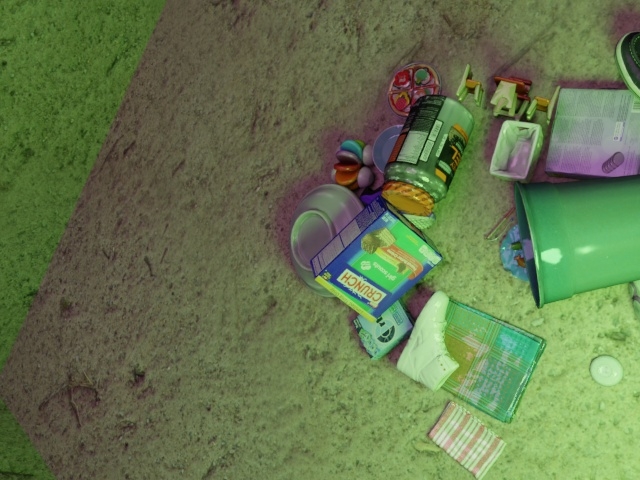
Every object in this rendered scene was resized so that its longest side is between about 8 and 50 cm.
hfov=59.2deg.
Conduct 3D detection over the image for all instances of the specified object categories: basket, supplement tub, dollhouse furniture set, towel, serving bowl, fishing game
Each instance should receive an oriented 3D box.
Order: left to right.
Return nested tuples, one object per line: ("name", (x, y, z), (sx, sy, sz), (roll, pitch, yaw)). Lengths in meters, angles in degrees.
("supplement tub", (0.325, -0.259, 1.740), (0.207, 0.207, 0.338), (16, 75, 33))
("towel", (0.434, 0.595, 1.681), (0.197, 0.029, 0.144), (36, 102, 31))
("towel", (0.452, 0.346, 1.705), (0.370, 0.040, 0.272), (24, 95, 33))
("dollhouse furniture set", (0.550, -0.432, 1.628), (0.262, 0.259, 0.135), (20, 99, 19))
("basket", (0.588, -0.259, 1.678), (0.113, 0.103, 0.167), (16, 92, 33))
("fishing game", (0.616, 0.029, 1.653), (0.189, 0.041, 0.264), (-51, 60, 12))
("serving bowl", (0.765, 0.349, 1.511), (0.083, 0.027, 0.083), (-6, 78, 31))

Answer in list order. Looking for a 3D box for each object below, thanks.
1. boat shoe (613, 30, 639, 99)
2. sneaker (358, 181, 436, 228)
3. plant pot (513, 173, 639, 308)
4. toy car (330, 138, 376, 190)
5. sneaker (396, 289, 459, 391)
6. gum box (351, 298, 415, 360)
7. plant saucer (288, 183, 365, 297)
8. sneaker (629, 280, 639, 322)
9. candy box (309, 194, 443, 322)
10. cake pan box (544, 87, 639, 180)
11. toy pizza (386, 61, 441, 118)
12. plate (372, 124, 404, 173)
("boat shoe", (0.949, -0.367, 1.402), (0.186, 0.156, 0.500), (-28, 67, -11))
("sneaker", (0.250, -0.129, 1.872), (0.293, 0.102, 0.146), (10, 78, 33))
("plant pot", (0.695, -0.017, 1.436), (0.334, 0.341, 0.341), (-10, 76, 16))
("toy car", (0.103, -0.271, 1.968), (0.159, 0.136, 0.182), (10, 86, 34))
("sneaker", (0.360, 0.309, 1.697), (0.169, 0.108, 0.293), (31, 109, 33))
("gum box", (0.209, 0.277, 1.854), (0.184, 0.041, 0.157), (-42, 52, 19))
("plant saucer", (0.000, 0.000, 1.956), (0.400, 0.100, 0.401), (0, 90, 46))
("sneaker", (0.911, 0.203, 1.414), (0.152, 0.114, 0.305), (-33, 64, 3))
("candy box", (0.171, 0.063, 1.768), (0.317, 0.268, 0.122), (-44, 25, 17))
("cake pan box", (0.783, -0.301, 1.584), (0.245, 0.070, 0.267), (10, 88, 31))
("toy pizza", (0.316, -0.517, 1.936), (0.201, 0.032, 0.201), (-6, 79, 32))
("plate", (0.270, -0.301, 1.915), (0.188, 0.024, 0.188), (-3, 80, 16))
